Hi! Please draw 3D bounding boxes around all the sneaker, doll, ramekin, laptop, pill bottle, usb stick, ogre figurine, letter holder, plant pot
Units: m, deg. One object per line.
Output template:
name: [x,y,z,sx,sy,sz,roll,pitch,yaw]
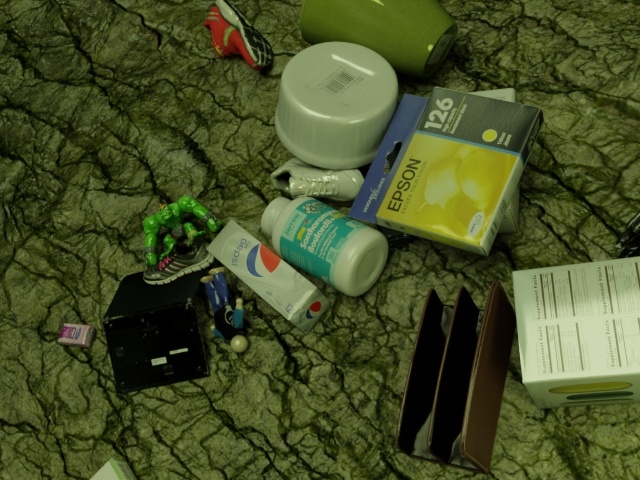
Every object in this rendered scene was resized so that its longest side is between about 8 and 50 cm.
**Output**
sneaker: [-0.331,0.043,1.739,0.170,0.075,0.063,-19,32,8]
sneaker: [-0.012,-0.120,1.677,0.232,0.090,0.115,9,26,36]
doll: [-0.202,0.153,1.658,0.129,0.046,0.189,-39,64,40]
ramekin: [0.038,-0.301,1.655,0.277,0.135,0.277,1,54,-2]
laptop: [-0.356,0.188,1.746,0.234,0.136,0.265,-14,87,17]
sneaker: [-0.219,-0.514,1.996,0.118,0.107,0.279,-47,52,18]
pill bottle: [0.000,0.000,1.605,0.264,0.146,0.146,28,79,31]
usb stick: [0.146,-0.114,1.658,0.077,0.045,0.278,-14,60,14]
ogre figurine: [-0.341,-0.030,1.803,0.197,0.097,0.118,-36,74,22]
letter holder: [0.232,0.230,1.353,0.152,0.214,0.302,6,69,25]
plant pot: [0.151,-0.499,1.737,0.293,0.275,0.275,35,82,16]

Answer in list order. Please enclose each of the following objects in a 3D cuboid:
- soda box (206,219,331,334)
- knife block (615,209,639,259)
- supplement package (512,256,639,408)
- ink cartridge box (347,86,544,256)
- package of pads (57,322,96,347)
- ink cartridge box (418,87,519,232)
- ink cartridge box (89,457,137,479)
soda box: [-0.113,0.075,1.647,0.286,0.098,0.091,37,84,33]
knife block: [0.654,-0.041,1.396,0.275,0.242,0.088,-17,47,-40]
supplement package: [0.476,0.159,1.292,0.262,0.199,0.198,-8,63,19]
ink cartridge box: [0.233,-0.150,1.487,0.307,0.072,0.304,18,75,27]
package of pads: [-0.573,0.223,1.810,0.083,0.032,0.050,2,64,24]
ink cartridge box: [0.300,-0.157,1.570,0.201,0.117,0.278,-2,65,23]
ink cartridge box: [-0.458,0.590,1.569,0.235,0.056,0.171,-46,57,1]
